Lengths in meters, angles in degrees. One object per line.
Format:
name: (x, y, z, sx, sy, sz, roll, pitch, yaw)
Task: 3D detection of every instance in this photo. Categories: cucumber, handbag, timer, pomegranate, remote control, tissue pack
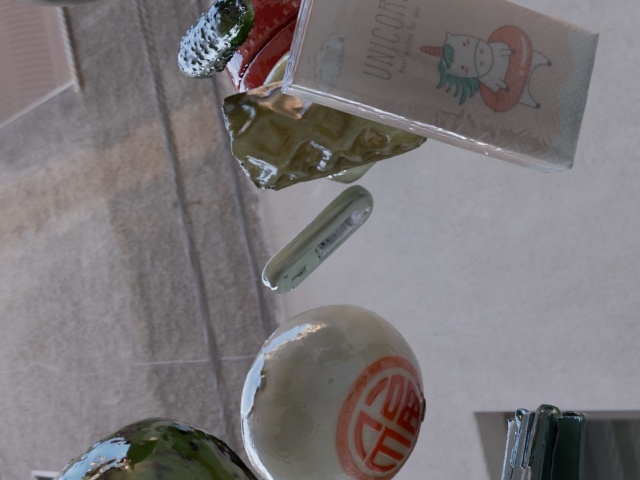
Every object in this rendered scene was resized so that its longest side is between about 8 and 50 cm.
cucumber: (-0.126, -0.247, 1.155, 0.069, 0.227, 0.069, 4, -101, -23)
handbag: (0.300, 0.350, 1.309, 0.089, 0.326, 0.238, 9, -101, 6)
timer: (0.014, -0.356, 1.683, 0.378, 0.378, 0.279, -20, -107, -40)
pomegranate: (-0.189, 0.337, 0.894, 0.340, 0.285, 0.285, -31, -78, -48)
remote control: (0.000, 0.000, 1.482, 0.221, 0.042, 0.078, -44, -29, -11)
tissue pack: (0.133, -0.195, 1.030, 0.325, 0.071, 0.170, 16, -96, -13)

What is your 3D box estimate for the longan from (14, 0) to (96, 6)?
longan: (-0.282, -0.389, 0.982, 0.288, 0.350, 0.288, 3, -110, -8)

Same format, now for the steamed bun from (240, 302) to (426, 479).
steamed bun: (0.037, 0.231, 1.304, 0.283, 0.177, 0.283, -9, -77, -45)

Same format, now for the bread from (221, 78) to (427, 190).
bread: (0.021, -0.151, 1.193, 0.267, 0.152, 0.130, -15, -69, 2)

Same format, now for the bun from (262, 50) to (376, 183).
bun: (0.015, -0.195, 1.466, 0.145, 0.229, 0.229, -26, -81, -57)
